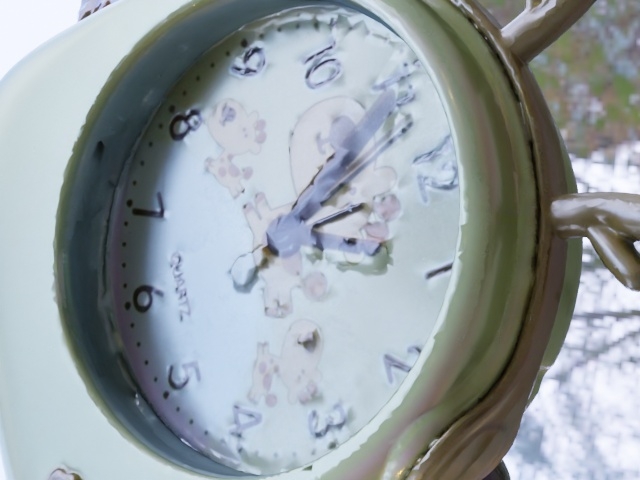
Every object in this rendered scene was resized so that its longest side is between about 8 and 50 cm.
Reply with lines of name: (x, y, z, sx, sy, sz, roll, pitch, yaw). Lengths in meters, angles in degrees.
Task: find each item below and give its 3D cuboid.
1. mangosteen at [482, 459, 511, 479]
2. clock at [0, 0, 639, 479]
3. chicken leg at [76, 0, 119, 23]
mangosteen: (0.057, 0.173, 0.892, 0.140, 0.140, 0.140, -11, -76, -52)
clock: (0.000, 0.000, 0.578, 0.096, 0.308, 0.235, 15, -122, -53)
chicken leg: (-0.027, -0.041, 0.773, 0.182, 0.295, 0.409, -4, -111, -12)
